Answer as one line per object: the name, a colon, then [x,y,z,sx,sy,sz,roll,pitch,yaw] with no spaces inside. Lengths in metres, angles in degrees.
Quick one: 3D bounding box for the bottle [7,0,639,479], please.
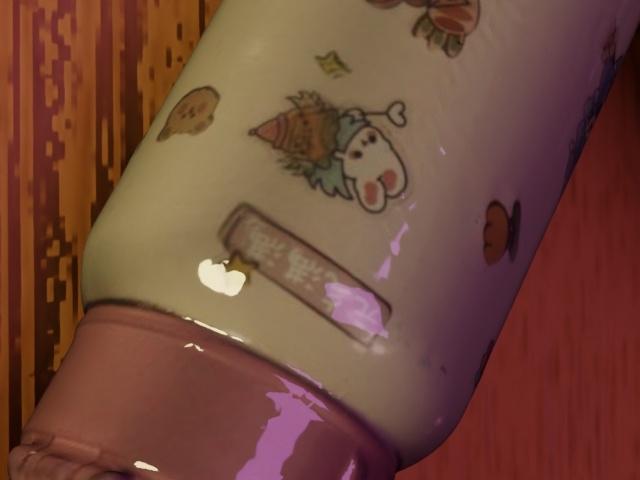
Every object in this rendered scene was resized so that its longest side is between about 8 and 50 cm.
bottle: [0.000,0.000,0.429,0.110,0.110,0.233,39,65,-30]
